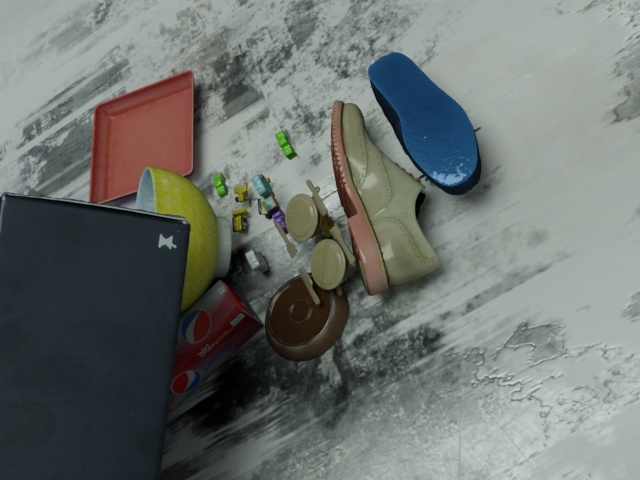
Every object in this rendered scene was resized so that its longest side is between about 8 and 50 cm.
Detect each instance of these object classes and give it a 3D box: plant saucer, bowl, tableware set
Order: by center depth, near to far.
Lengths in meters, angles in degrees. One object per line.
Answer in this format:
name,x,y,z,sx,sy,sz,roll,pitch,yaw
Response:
tableware set,0.000,0.000,1.867,0.128,0.039,0.194,-51,55,35
plant saucer,-0.031,0.130,1.887,0.169,0.029,0.168,-12,62,24
bowl,-0.253,0.011,1.975,0.289,0.156,0.289,-178,90,-72
plant saucer,-0.364,-0.207,2.235,0.259,0.048,0.258,-17,60,23

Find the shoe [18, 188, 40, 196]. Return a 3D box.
shoe,-0.658,-0.026,2.309,0.081,0.063,0.177,-17,54,24

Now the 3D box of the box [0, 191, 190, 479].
box,-0.431,0.191,1.728,0.472,0.298,0.479,173,104,-66

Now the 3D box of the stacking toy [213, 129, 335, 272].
stacking toy,-0.088,-0.069,1.974,0.167,0.052,0.221,-31,72,13

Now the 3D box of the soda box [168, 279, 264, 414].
soda box,-0.236,0.199,1.937,0.263,0.083,0.092,-43,53,4

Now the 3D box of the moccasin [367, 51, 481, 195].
moccasin,0.197,-0.200,1.869,0.138,0.116,0.342,-24,51,3

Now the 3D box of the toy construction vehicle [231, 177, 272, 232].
toy construction vehicle,-0.128,-0.066,2.040,0.086,0.035,0.098,-16,68,24

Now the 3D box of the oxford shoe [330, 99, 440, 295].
oxford shoe,0.106,-0.088,1.873,0.147,0.140,0.396,-13,61,0
